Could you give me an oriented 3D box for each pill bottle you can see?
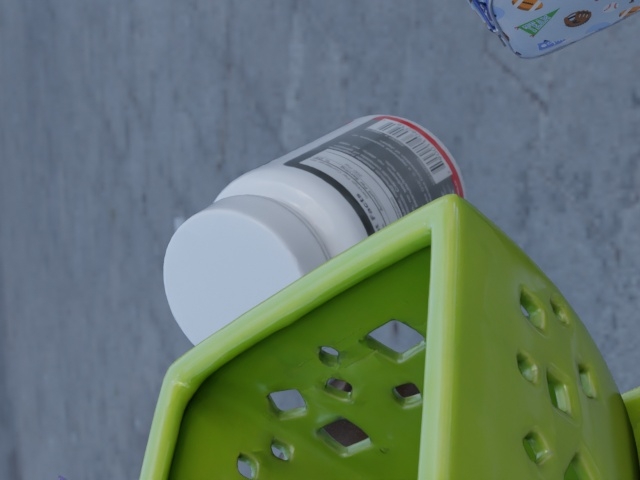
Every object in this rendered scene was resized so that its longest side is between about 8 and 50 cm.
[{"bbox_3d":[0.000,0.000,1.243,0.161,0.283,0.161,11,113,27],"label":"pill bottle"}]

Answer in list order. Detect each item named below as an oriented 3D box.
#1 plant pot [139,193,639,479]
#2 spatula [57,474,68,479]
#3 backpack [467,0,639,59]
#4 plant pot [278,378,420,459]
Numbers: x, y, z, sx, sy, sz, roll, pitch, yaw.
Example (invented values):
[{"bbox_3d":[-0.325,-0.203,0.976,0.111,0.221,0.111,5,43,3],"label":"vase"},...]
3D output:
[{"bbox_3d":[0.052,0.151,0.699,0.227,0.207,0.228,-33,37,39],"label":"plant pot"},{"bbox_3d":[-0.143,0.207,1.105,0.084,0.030,0.296,48,154,-10],"label":"spatula"},{"bbox_3d":[0.222,-0.323,1.423,0.263,0.276,0.213,42,-156,-51],"label":"backpack"},{"bbox_3d":[0.034,0.235,1.255,0.215,0.215,0.230,116,169,-57],"label":"plant pot"}]
